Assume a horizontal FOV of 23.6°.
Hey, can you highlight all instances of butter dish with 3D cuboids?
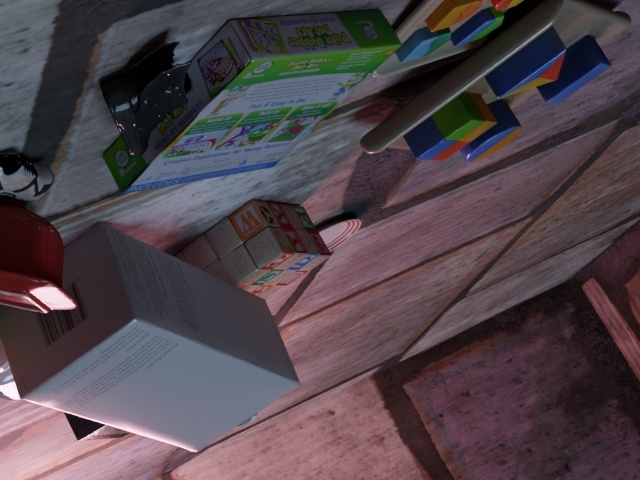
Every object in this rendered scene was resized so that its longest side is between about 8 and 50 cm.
[{"bbox_3d":[-0.324,0.000,1.560,0.160,0.118,0.160,11,169,5],"label":"butter dish"}]

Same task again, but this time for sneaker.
[{"bbox_3d":[-0.163,-0.137,1.509,0.089,0.051,0.170,-24,163,-5],"label":"sneaker"},{"bbox_3d":[-0.298,-0.065,1.514,0.044,0.040,0.109,-39,164,26],"label":"sneaker"}]

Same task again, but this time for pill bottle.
[{"bbox_3d":[-0.408,0.151,1.963,0.087,0.087,0.160,-28,166,-7],"label":"pill bottle"}]

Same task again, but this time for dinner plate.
[{"bbox_3d":[0.000,0.000,2.416,0.141,0.017,0.141,-29,167,-7],"label":"dinner plate"}]

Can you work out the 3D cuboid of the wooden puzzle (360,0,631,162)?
[{"bbox_3d":[0.250,-0.198,2.034,0.322,0.080,0.348,-36,169,24],"label":"wooden puzzle"}]

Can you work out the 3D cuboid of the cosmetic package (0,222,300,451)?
[{"bbox_3d":[-0.215,0.136,1.959,0.197,0.155,0.365,-34,149,17],"label":"cosmetic package"}]

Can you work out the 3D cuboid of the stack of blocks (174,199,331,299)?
[{"bbox_3d":[-0.152,0.062,2.171,0.297,0.087,0.171,-35,166,19],"label":"stack of blocks"}]

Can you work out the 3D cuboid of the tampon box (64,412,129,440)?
[{"bbox_3d":[-0.325,0.231,2.353,0.101,0.120,0.161,-32,167,11],"label":"tampon box"}]

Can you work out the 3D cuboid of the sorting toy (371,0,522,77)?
[{"bbox_3d":[0.172,-0.265,1.771,0.193,0.038,0.208,-21,164,-32],"label":"sorting toy"}]

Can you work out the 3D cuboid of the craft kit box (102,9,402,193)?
[{"bbox_3d":[-0.072,-0.151,1.648,0.247,0.061,0.250,-37,165,38],"label":"craft kit box"}]
